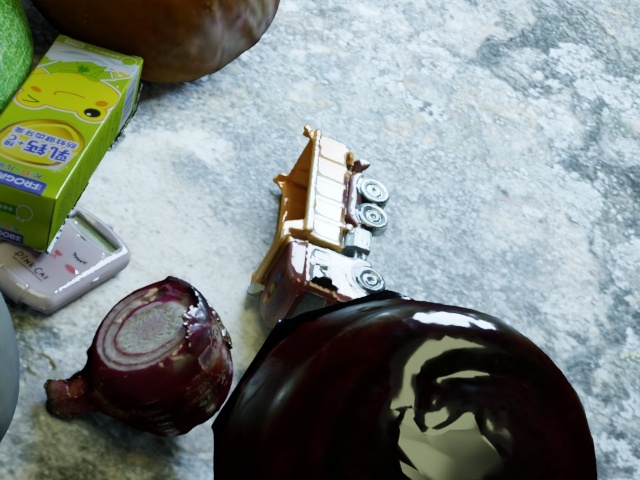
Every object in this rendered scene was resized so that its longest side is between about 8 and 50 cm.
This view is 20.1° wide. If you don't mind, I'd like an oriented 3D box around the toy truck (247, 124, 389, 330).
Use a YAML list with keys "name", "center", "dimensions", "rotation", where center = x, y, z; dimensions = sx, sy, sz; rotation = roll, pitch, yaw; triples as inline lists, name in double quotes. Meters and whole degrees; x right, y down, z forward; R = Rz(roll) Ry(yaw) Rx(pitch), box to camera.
- name: "toy truck"
  center: [0.000, 0.000, 2.063]
  dimensions: [0.135, 0.114, 0.270]
  rotation: [20, 41, -14]

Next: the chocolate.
- name: "chocolate"
  center: [0.086, 0.199, 1.650]
  dimensions: [0.383, 0.331, 0.384]
  rotation: [3, 72, -8]

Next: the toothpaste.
- name: "toothpaste"
  center: [-0.298, -0.115, 2.023]
  dimensions: [0.110, 0.077, 0.327]
  rotation: [18, 36, 3]

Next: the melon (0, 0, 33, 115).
- name: "melon"
  center: [-0.409, -0.241, 2.071]
  dimensions: [0.196, 0.124, 0.323]
  rotation: [57, 30, -25]

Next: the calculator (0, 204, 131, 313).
- name: "calculator"
  center: [-0.282, 0.019, 1.954]
  dimensions: [0.100, 0.032, 0.175]
  rotation: [40, 42, 15]

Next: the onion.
- name: "onion"
  center: [-0.176, 0.139, 1.832]
  dimensions: [0.135, 0.198, 0.173]
  rotation: [55, 11, -30]

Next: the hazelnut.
- name: "hazelnut"
  center: [-0.202, -0.369, 2.214]
  dimensions: [0.372, 0.315, 0.372]
  rotation: [15, 68, -40]

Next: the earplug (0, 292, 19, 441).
- name: "earplug"
  center: [-0.459, 0.077, 1.597]
  dimensions: [0.394, 0.312, 0.312]
  rotation: [45, 44, 16]
